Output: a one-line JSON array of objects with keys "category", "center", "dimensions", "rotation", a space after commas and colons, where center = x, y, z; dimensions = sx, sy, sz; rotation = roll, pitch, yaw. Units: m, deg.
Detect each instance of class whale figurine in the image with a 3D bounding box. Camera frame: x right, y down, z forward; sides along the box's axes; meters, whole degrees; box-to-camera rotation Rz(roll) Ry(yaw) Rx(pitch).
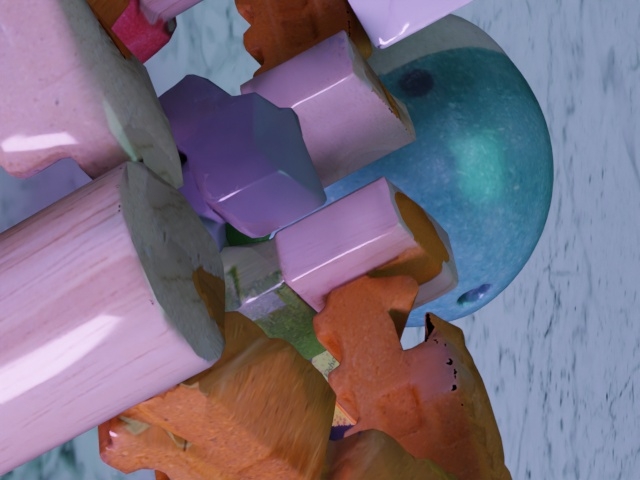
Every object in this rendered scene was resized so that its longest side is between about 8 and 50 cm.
[{"category": "whale figurine", "center": [0.000, 0.000, 0.857], "dimensions": [0.272, 0.141, 0.216], "rotation": [-29, 156, -13]}]

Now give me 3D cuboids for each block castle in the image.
[{"category": "block castle", "center": [-0.108, -0.039, 0.611], "dimensions": [0.303, 0.212, 0.453], "rotation": [44, 24, -47]}]

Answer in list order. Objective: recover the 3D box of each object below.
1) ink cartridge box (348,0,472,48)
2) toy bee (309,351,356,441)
[{"category": "ink cartridge box", "center": [0.037, -0.157, 0.759], "dimensions": [0.104, 0.060, 0.180], "rotation": [60, 16, -9]}, {"category": "toy bee", "center": [0.009, 0.090, 1.048], "dimensions": [0.298, 0.162, 0.195], "rotation": [39, 56, -58]}]
